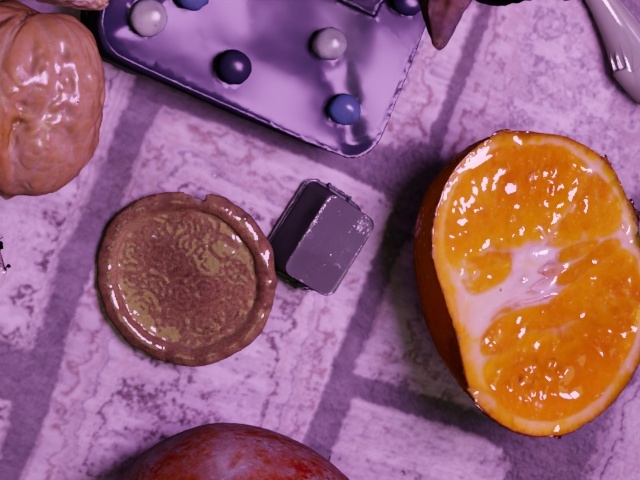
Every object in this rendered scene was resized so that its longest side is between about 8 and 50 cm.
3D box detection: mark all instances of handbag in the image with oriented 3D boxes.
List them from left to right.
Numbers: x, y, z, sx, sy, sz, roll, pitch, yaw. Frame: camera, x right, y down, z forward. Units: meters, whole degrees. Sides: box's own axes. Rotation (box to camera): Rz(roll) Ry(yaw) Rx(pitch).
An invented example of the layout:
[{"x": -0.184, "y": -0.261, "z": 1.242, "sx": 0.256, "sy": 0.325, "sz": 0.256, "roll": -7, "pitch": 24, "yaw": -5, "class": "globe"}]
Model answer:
[{"x": -0.047, "y": -0.255, "z": 1.026, "sx": 0.325, "sy": 0.118, "sz": 0.269, "roll": 20, "pitch": 93, "yaw": -24, "class": "handbag"}]

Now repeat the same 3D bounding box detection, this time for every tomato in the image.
[{"x": -0.092, "y": 0.348, "z": 1.057, "sx": 0.316, "sy": 0.282, "sz": 0.317, "roll": 0, "pitch": 90, "yaw": -25, "class": "tomato"}]

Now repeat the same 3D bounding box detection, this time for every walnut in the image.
[{"x": -0.280, "y": -0.126, "z": 0.950, "sx": 0.155, "sy": 0.155, "sz": 0.184, "roll": 3, "pitch": 110, "yaw": -20, "class": "walnut"}]

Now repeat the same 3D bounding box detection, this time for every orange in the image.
[{"x": 0.229, "y": 0.050, "z": 1.115, "sx": 0.274, "sy": 0.274, "sz": 0.310, "roll": -30, "pitch": 75, "yaw": -11, "class": "orange"}]

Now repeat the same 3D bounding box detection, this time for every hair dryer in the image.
[{"x": 0.397, "y": -0.274, "z": 1.213, "sx": 0.167, "sy": 0.067, "sz": 0.199, "roll": 42, "pitch": 75, "yaw": -16, "class": "hair dryer"}]

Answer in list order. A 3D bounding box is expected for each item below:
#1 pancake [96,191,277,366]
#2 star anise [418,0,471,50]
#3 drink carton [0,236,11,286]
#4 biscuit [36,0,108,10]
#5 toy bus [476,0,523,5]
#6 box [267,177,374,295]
[{"x": -0.140, "y": 0.040, "z": 1.083, "sx": 0.199, "sy": 0.021, "sz": 0.199, "roll": -1, "pitch": 102, "yaw": -5, "class": "pancake"}, {"x": 0.125, "y": -0.327, "z": 0.891, "sx": 0.315, "sy": 0.108, "sz": 0.315, "roll": -1, "pitch": 98, "yaw": -10, "class": "star anise"}, {"x": -0.449, "y": 0.111, "z": 0.950, "sx": 0.194, "sy": 0.132, "sz": 0.324, "roll": 26, "pitch": 94, "yaw": -23, "class": "drink carton"}, {"x": -0.266, "y": -0.251, "z": 0.922, "sx": 0.168, "sy": 0.082, "sz": 0.070, "roll": 13, "pitch": 87, "yaw": 22, "class": "biscuit"}, {"x": 0.099, "y": -0.412, "z": 1.019, "sx": 0.386, "sy": 0.171, "sz": 0.162, "roll": 32, "pitch": 84, "yaw": -21, "class": "toy bus"}, {"x": 0.000, "y": 0.000, "z": 1.117, "sx": 0.084, "sy": 0.069, "sz": 0.122, "roll": 31, "pitch": 90, "yaw": -24, "class": "box"}]
